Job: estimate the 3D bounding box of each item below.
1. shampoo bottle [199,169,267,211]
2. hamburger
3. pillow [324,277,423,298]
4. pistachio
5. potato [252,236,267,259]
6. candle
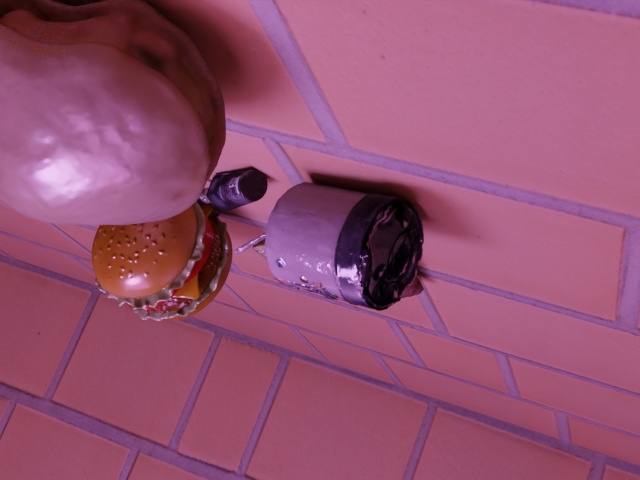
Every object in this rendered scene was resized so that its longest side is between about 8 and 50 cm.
[{"bbox_3d":[-0.168,-0.091,1.735,0.063,0.057,0.208,29,163,-25],"label":"shampoo bottle"},{"bbox_3d":[-0.331,0.019,1.934,0.274,0.274,0.212,12,163,33],"label":"hamburger"},{"bbox_3d":[0.073,0.062,1.830,0.223,0.084,0.236,-5,156,12],"label":"pillow"},{"bbox_3d":[-0.323,-0.172,1.300,0.445,0.281,0.365,-9,128,41],"label":"pistachio"},{"bbox_3d":[-0.042,0.008,1.924,0.120,0.081,0.149,-32,122,27],"label":"potato"},{"bbox_3d":[0.000,0.000,1.570,0.330,0.187,0.187,12,162,36],"label":"candle"}]
